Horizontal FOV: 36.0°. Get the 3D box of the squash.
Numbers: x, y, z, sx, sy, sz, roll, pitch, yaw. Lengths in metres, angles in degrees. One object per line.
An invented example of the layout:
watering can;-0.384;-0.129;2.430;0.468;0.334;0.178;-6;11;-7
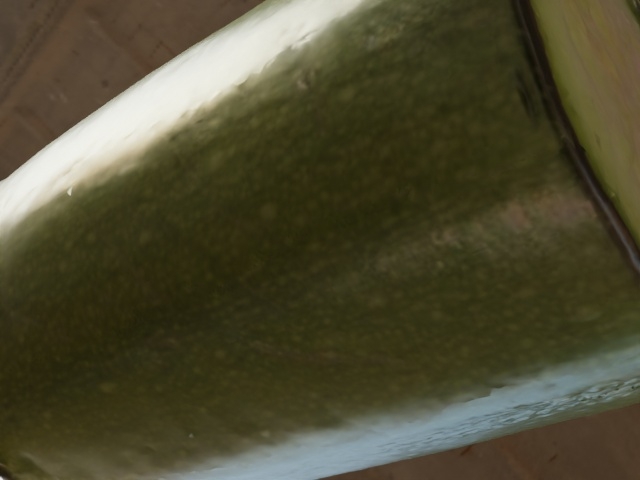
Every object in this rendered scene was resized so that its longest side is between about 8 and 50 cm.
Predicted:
squash;0.000;0.000;0.550;0.384;0.263;0.263;-23;-91;32
